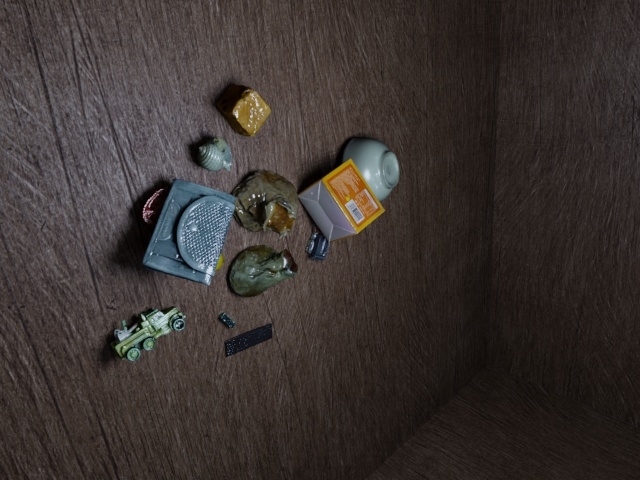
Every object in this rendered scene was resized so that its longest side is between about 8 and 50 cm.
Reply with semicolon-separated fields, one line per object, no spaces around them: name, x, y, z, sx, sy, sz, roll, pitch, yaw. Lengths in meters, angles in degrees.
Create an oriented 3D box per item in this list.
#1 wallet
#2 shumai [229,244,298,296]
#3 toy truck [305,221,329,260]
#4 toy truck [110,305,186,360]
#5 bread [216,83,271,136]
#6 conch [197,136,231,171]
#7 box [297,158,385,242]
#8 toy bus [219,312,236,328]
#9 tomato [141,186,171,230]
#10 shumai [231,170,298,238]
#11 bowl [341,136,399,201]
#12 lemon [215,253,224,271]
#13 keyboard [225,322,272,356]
wallet;-0.446;-0.037;1.538;0.237;0.075;0.342;18;70;-13
shumai;-0.241;0.139;1.892;0.272;0.204;0.222;-50;129;-16
toy truck;0.000;0.000;2.151;0.083;0.092;0.192;15;90;-43
toy truck;-0.635;0.320;1.630;0.260;0.128;0.135;-29;106;-34
bread;-0.296;-0.499;1.703;0.143;0.149;0.158;-54;131;-14
conch;-0.405;-0.325;1.679;0.153;0.102;0.135;50;50;-75
box;0.091;-0.175;2.011;0.214;0.259;0.283;-37;98;-27
toy bus;-0.401;0.344;1.909;0.031;0.037;0.083;-50;129;-21
tomato;-0.556;-0.101;1.605;0.166;0.082;0.174;40;66;-26
shumai;-0.174;-0.154;1.834;0.314;0.262;0.267;-28;120;-37
bowl;0.269;-0.342;2.189;0.354;0.185;0.353;-1;91;-55
lemon;-0.442;0.072;1.746;0.133;0.109;0.109;22;86;-41
keyboard;-0.323;0.449;2.025;0.251;0.017;0.087;-14;112;-39
